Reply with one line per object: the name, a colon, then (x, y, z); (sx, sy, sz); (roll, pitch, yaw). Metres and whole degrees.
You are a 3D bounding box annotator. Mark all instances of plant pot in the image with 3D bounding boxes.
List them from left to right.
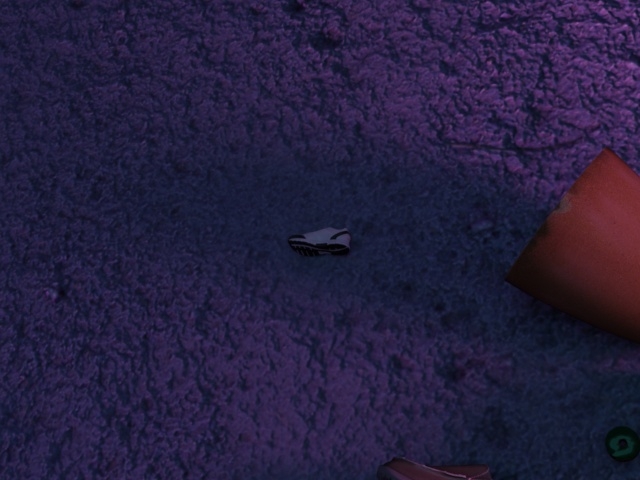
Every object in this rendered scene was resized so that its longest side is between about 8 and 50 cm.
plant pot: (0.431, 0.036, 1.341); (0.254, 0.237, 0.237); (37, 83, 14)

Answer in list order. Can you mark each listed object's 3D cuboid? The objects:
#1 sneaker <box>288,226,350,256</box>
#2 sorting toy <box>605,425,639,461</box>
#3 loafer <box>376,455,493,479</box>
sneaker: (0.000, 0.000, 1.595); (0.109, 0.040, 0.044); (2, 53, 16)
sorting toy: (0.531, 0.243, 1.304); (0.274, 0.046, 0.132); (0, 68, 19)
loafer: (0.202, 0.360, 1.355); (0.251, 0.094, 0.087); (19, 51, 15)
